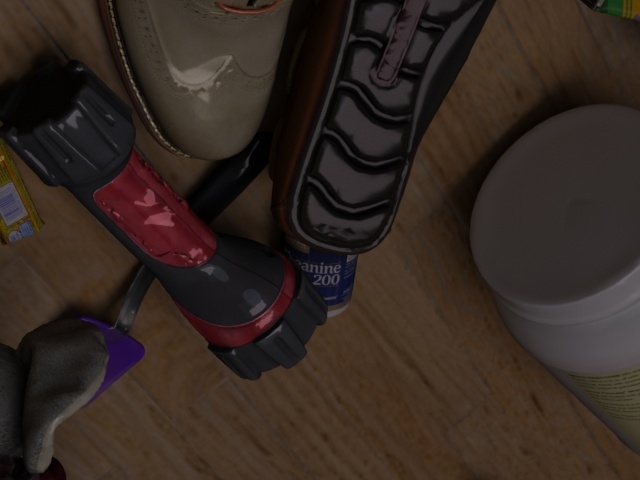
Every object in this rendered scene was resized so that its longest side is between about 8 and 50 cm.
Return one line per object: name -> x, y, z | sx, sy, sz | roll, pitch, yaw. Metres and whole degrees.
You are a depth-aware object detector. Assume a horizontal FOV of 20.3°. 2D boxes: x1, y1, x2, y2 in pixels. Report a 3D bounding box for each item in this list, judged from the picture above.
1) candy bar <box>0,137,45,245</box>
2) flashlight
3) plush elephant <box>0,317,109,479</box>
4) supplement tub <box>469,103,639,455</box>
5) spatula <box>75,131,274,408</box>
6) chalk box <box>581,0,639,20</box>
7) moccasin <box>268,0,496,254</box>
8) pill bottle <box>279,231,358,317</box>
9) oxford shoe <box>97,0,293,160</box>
candy bar -> -0.247, -0.057, 1.339 | 0.040, 0.018, 0.161 | -29, 133, -12
flashlight -> -0.113, -0.014, 1.362 | 0.103, 0.103, 0.304 | -37, 129, 5
plush elephant -> -0.269, 0.193, 1.364 | 0.272, 0.255, 0.330 | 1, 158, 6
supplement tub -> 0.298, 0.046, 1.609 | 0.235, 0.235, 0.325 | -45, 134, 3
spatula -> -0.135, 0.024, 1.460 | 0.084, 0.030, 0.296 | 32, 101, -40
chalk box -> 0.274, -0.292, 1.424 | 0.132, 0.132, 0.213 | 8, 118, -36
moccasin -> 0.058, -0.177, 1.371 | 0.139, 0.147, 0.380 | 11, 106, -20
pill bottle -> 0.000, 0.000, 1.503 | 0.067, 0.067, 0.120 | -10, 126, -26
oxford shoe -> -0.069, -0.209, 1.255 | 0.140, 0.146, 0.397 | -18, 130, -24
